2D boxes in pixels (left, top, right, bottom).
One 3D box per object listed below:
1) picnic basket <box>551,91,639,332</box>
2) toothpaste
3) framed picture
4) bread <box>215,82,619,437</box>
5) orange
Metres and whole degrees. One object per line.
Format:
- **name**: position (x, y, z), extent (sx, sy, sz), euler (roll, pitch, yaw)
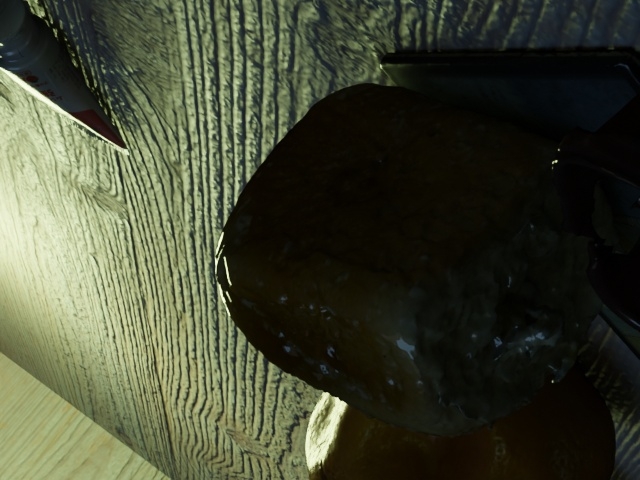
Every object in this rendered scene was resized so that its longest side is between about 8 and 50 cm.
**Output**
- **picnic basket**: position (0.276, 0.010, 0.985), extent (0.297, 0.129, 0.222), euler (30, 163, 30)
- **toothpaste**: position (-0.243, -0.147, 1.803), extent (0.089, 0.057, 0.234), euler (29, 169, 25)
- **framed picture**: position (0.211, 0.000, 1.291), extent (0.347, 0.016, 0.265), euler (47, 162, -26)
- **bread**: position (0.072, 0.026, 1.285), extent (0.246, 0.195, 0.176), euler (22, 152, 45)
- **orange**: position (0.114, 0.147, 1.595), extent (0.249, 0.183, 0.249), euler (2, -169, 0)
